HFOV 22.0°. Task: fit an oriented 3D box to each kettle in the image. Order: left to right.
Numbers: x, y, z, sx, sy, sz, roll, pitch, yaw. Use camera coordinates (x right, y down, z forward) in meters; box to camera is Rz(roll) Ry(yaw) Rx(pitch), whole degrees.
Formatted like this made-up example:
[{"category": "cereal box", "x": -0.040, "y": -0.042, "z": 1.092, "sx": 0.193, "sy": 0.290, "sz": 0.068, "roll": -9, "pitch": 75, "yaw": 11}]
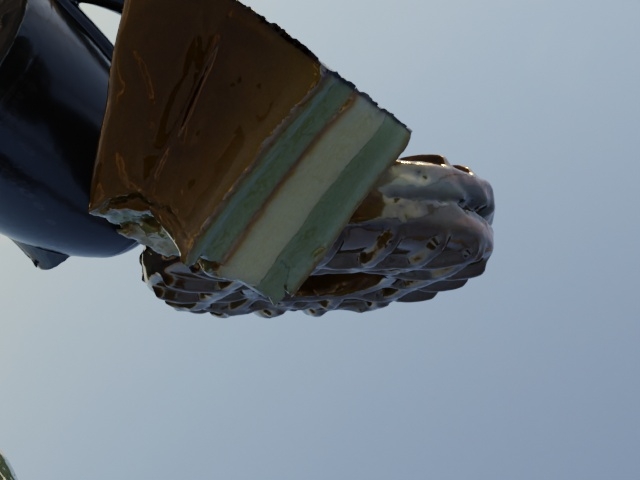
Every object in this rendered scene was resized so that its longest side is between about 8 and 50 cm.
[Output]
[{"category": "kettle", "x": -0.228, "y": -0.115, "z": 1.494, "sx": 0.268, "sy": 0.290, "sz": 0.207, "roll": -48, "pitch": -141, "yaw": 1}]

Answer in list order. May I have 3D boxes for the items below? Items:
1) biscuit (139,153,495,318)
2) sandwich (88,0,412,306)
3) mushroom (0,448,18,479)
[{"category": "biscuit", "x": 0.000, "y": 0.000, "z": 1.486, "sx": 0.332, "sy": 0.332, "sz": 0.103, "roll": -29, "pitch": -116, "yaw": 58}, {"category": "sandwich", "x": -0.088, "y": -0.083, "z": 1.267, "sx": 0.227, "sy": 0.155, "sz": 0.198, "roll": 40, "pitch": -84, "yaw": 36}, {"category": "mushroom", "x": -0.236, "y": 0.178, "z": 1.092, "sx": 0.312, "sy": 0.100, "sz": 0.081, "roll": 37, "pitch": -77, "yaw": 55}]
